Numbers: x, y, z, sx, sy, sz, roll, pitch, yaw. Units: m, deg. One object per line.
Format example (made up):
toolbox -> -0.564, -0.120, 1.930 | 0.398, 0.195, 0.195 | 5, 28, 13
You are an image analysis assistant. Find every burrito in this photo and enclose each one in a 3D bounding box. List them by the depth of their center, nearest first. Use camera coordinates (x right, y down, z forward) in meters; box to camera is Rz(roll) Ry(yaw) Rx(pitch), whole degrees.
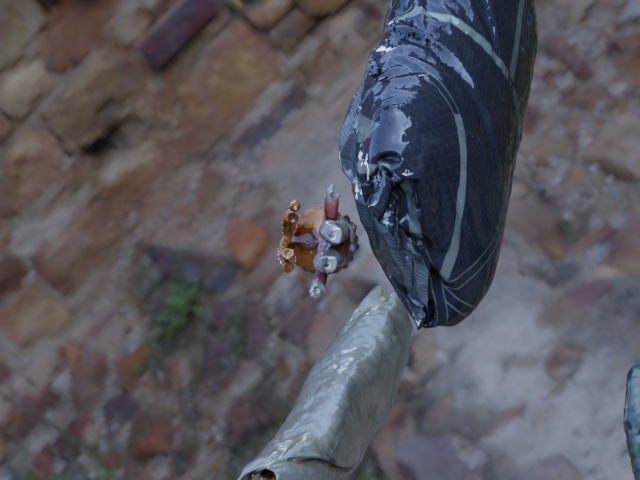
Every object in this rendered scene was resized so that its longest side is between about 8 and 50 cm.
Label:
burrito -> 0.011, 0.115, 1.039 | 0.059, 0.082, 0.275 | 7, 23, 17

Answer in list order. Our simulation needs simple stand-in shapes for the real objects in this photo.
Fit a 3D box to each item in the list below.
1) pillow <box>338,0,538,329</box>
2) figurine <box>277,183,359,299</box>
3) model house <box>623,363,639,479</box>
pillow -> 0.077, -0.098, 0.932 | 0.092, 0.162, 0.335 | 1, 43, 16
figurine -> 0.000, 0.000, 0.855 | 0.109, 0.047, 0.064 | -126, 47, -87
model house -> 0.183, 0.101, 0.725 | 0.083, 0.079, 0.066 | 5, 10, 17
